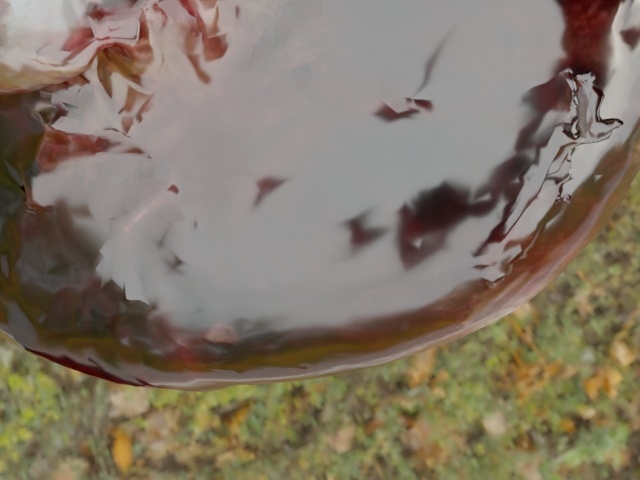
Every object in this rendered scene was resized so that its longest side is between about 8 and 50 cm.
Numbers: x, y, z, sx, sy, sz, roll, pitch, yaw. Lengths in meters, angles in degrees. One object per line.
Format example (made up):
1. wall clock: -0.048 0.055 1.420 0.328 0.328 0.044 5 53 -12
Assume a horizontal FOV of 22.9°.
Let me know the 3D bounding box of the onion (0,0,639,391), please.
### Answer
1. onion: -0.037 -0.096 0.461 0.313 0.232 0.314 4 106 12
